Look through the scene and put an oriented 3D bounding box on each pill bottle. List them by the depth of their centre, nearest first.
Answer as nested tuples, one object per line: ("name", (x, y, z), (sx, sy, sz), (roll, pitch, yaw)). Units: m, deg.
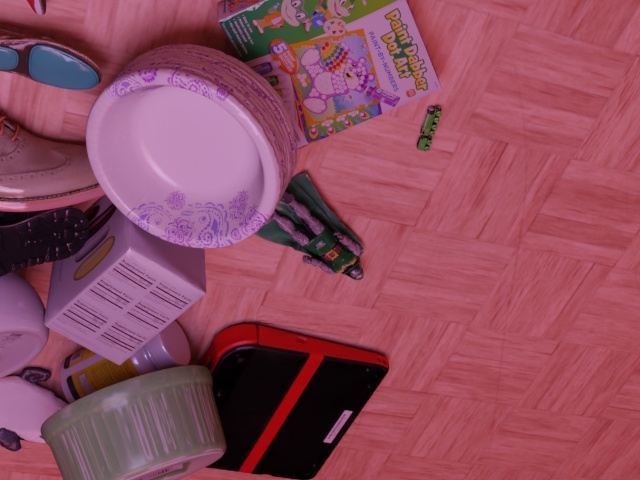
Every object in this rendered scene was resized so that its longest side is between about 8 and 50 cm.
("pill bottle", (-0.342, 0.217, 1.699), (0.208, 0.119, 0.119), (-26, 129, 15))

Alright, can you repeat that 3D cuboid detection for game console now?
("game console", (-0.094, 0.323, 1.881), (0.341, 0.060, 0.387), (13, 128, -23))

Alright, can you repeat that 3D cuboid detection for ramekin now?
("ramekin", (-0.309, 0.342, 1.655), (0.303, 0.148, 0.303), (-20, 163, -7))

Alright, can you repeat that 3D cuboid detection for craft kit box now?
("craft kit box", (0.017, -0.273, 1.373), (0.246, 0.061, 0.250), (-24, 130, 9))

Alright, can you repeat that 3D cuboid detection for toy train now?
("toy train", (0.169, -0.174, 1.505), (0.023, 0.017, 0.083), (11, 129, -4))

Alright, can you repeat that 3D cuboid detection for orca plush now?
("orca plush", (-0.519, 0.309, 1.800), (0.287, 0.102, 0.151), (4, 86, -25))

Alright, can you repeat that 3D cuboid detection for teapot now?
("teapot", (-0.548, 0.103, 1.460), (0.252, 0.187, 0.256), (-16, 159, -25))

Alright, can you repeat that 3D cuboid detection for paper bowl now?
("paper bowl", (-0.172, -0.141, 1.361), (0.284, 0.148, 0.284), (10, 129, 13))

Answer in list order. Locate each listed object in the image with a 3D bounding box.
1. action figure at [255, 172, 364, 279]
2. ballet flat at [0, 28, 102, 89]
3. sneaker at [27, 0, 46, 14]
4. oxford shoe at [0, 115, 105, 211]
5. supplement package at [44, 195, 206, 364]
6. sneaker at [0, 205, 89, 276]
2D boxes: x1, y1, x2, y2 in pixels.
("action figure", (0.000, 0.000, 1.605), (0.137, 0.063, 0.232), (-37, 130, 18))
("ballet flat", (-0.399, -0.257, 1.312), (0.206, 0.067, 0.073), (11, 130, -21))
("sneaker", (-0.402, -0.344, 1.253), (0.067, 0.042, 0.118), (-14, 124, -2))
("oxford shoe", (-0.476, -0.132, 1.368), (0.396, 0.140, 0.147), (2, 114, -19))
("supplement package", (-0.301, 0.041, 1.501), (0.203, 0.194, 0.149), (-39, 126, 23))
("sneaker", (-0.491, -0.010, 1.400), (0.283, 0.124, 0.107), (-10, 120, -42))
